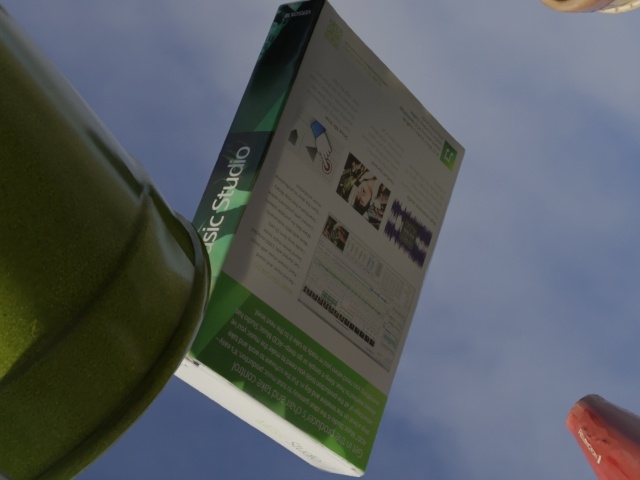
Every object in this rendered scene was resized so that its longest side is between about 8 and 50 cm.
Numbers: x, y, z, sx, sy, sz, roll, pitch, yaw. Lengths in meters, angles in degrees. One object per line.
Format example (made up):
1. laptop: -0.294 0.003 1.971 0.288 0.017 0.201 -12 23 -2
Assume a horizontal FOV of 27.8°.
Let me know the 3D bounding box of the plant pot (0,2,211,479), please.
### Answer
1. plant pot: -0.305 -0.046 0.797 0.366 0.366 0.353 -58 -46 -41

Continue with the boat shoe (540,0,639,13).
1. boat shoe: 0.134 -0.253 0.574 0.116 0.123 0.324 -33 -55 -41

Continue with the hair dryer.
1. hair dryer: 0.237 0.248 0.924 0.080 0.223 0.294 6 -115 -38

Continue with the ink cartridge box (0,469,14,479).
1. ink cartridge box: -0.188 0.258 0.602 0.275 0.239 0.060 -52 -24 -15

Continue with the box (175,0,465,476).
1. box: 0.000 0.000 1.058 0.232 0.058 0.322 41 -122 -41
